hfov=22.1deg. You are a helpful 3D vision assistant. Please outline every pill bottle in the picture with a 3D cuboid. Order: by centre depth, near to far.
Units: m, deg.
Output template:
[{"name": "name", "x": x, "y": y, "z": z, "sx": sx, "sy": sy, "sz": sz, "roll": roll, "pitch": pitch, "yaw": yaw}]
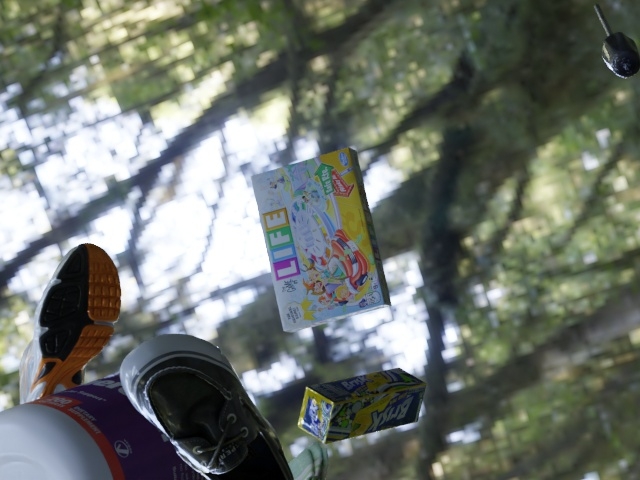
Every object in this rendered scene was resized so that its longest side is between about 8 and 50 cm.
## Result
[{"name": "pill bottle", "x": -0.203, "y": 0.228, "z": 1.675, "sx": 0.323, "sy": 0.181, "sz": 0.182, "roll": -15, "pitch": -93, "yaw": -60}]

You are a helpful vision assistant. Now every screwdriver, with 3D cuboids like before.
[{"name": "screwdriver", "x": 0.204, "y": -0.141, "z": 1.143, "sx": 0.025, "sy": 0.024, "sz": 0.170, "roll": 61, "pitch": -168, "yaw": -13}]

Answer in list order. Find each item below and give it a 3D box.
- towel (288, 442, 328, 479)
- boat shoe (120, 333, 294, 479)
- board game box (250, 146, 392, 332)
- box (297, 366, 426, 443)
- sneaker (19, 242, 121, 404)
[{"name": "towel", "x": -0.098, "y": 0.351, "z": 1.913, "sx": 0.038, "sy": 0.248, "sz": 0.325, "roll": 55, "pitch": -173, "yaw": -7}, {"name": "boat shoe", "x": -0.081, "y": 0.156, "z": 1.303, "sx": 0.076, "sy": 0.080, "sz": 0.228, "roll": 54, "pitch": 176, "yaw": 40}, {"name": "board game box", "x": 0.000, "y": 0.000, "z": 1.551, "sx": 0.026, "sy": 0.103, "sz": 0.154, "roll": 17, "pitch": -122, "yaw": -70}, {"name": "box", "x": 0.054, "y": 0.206, "z": 2.055, "sx": 0.169, "sy": 0.054, "sz": 0.059, "roll": -7, "pitch": -64, "yaw": -43}, {"name": "sneaker", "x": -0.313, "y": 0.121, "z": 1.943, "sx": 0.099, "sy": 0.121, "sz": 0.263, "roll": 10, "pitch": -78, "yaw": -29}]
